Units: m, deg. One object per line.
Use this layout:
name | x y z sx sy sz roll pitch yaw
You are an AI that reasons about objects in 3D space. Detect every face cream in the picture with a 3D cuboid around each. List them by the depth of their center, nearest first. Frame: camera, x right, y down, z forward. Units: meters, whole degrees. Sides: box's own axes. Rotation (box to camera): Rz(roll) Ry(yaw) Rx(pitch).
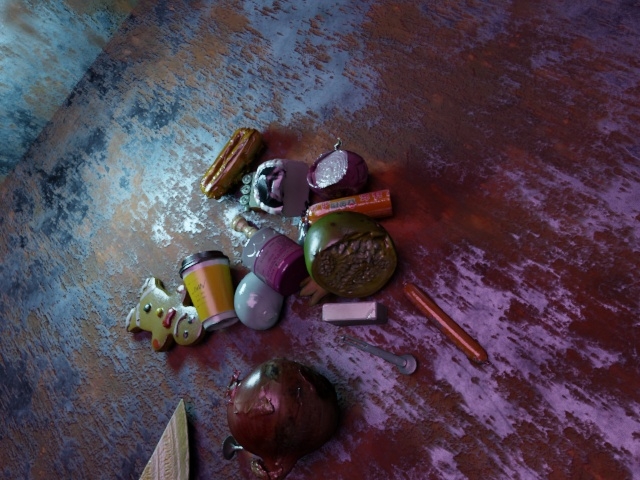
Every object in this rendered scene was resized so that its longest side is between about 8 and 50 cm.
face cream | -0.145 0.069 1.556 0.195 0.175 0.175 33 89 28

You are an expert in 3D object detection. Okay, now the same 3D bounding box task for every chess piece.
chess piece | -0.290 -0.047 1.784 0.122 0.066 0.066 31 88 26

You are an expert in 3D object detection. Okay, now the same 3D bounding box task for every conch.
conch | -0.218 0.207 1.621 0.185 0.121 0.221 -17 75 -6

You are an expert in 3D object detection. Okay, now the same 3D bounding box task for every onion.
onion | -0.119 0.493 1.349 0.354 0.353 0.353 -8 70 23
onion | 0.070 -0.219 1.597 0.207 0.200 0.200 -41 60 13

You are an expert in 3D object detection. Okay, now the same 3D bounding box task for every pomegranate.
pomegranate | 0.064 0.049 1.463 0.358 0.310 0.216 -42 40 28

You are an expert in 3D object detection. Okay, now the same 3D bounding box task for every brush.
brush | 0.183 0.353 1.441 0.266 0.027 0.062 17 80 33

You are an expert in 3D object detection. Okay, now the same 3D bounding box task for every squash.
squash | -0.563 0.735 1.615 0.203 0.111 0.288 -9 69 -13

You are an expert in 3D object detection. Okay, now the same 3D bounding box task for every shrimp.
shrimp | -0.003 -0.001 1.623 0.178 0.075 0.289 -2 72 19

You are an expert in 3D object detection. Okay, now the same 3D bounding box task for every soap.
soap | 0.111 0.235 1.456 0.183 0.121 0.063 -6 71 23

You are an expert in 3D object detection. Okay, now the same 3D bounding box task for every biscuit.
biscuit | -0.608 0.291 1.793 0.432 0.064 0.283 17 80 37

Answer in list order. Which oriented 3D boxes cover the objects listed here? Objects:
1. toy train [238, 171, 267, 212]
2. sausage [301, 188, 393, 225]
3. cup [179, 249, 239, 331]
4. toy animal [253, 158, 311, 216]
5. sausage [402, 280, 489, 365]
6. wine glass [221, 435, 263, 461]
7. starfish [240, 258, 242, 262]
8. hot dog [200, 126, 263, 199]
toy train | -0.255 -0.193 1.813 0.118 0.074 0.176 -1 67 15
sausage | 0.086 -0.103 1.552 0.312 0.093 0.093 -10 68 5
cup | -0.403 0.184 1.695 0.196 0.196 0.279 -28 71 15
toy animal | -0.137 -0.199 1.687 0.156 0.204 0.208 17 106 45
sausage | 0.366 0.243 1.368 0.053 0.053 0.348 -47 60 5
wine glass | -0.221 0.680 1.491 0.195 0.079 0.079 -11 68 23
starfish | -0.199 0.098 1.693 0.213 0.057 0.238 -46 59 14
hot dog | -0.356 -0.311 1.872 0.349 0.117 0.158 -56 40 -3
